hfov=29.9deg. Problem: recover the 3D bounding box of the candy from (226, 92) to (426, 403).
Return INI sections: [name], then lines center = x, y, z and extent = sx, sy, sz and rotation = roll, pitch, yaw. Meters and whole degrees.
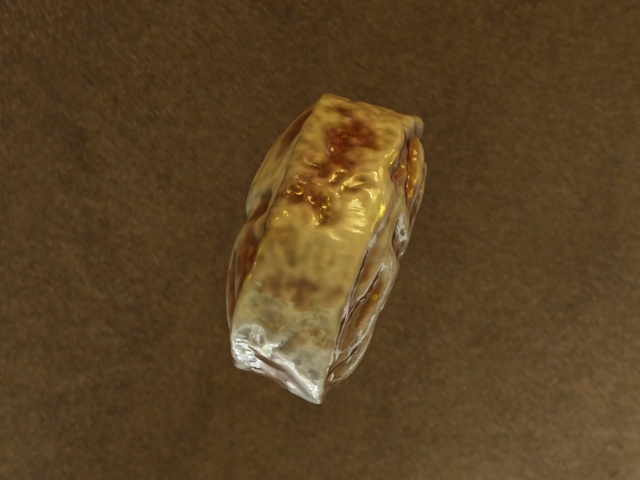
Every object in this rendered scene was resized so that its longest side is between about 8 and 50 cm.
[candy]
center = 0.000, 0.000, 1.105
extent = 0.157, 0.289, 0.214
rotation = 18, 156, 6
